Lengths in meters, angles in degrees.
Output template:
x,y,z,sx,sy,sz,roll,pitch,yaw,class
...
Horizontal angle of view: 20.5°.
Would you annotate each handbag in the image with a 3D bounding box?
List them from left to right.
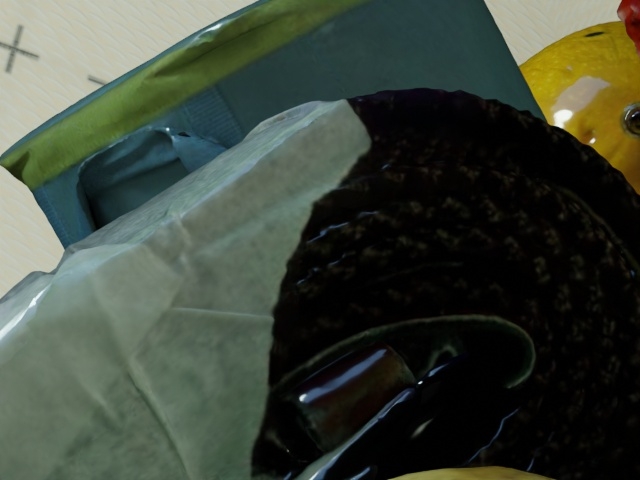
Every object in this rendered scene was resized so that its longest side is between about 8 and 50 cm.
x,y,z,sx,sy,sz,roll,pitch,yaw,class
0.000,0.000,0.894,0.263,0.241,0.222,-27,4,42,handbag

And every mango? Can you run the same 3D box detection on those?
x,y,z,sx,sy,sz,roll,pitch,yaw,class
0.191,-0.071,1.211,0.187,0.144,0.359,-25,2,9,mango

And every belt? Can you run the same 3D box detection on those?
x,y,z,sx,sy,sz,roll,pitch,yaw,class
-0.017,0.067,0.589,0.289,0.184,0.164,-34,10,-13,belt

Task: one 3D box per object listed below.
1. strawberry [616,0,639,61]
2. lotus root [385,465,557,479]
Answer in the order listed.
x,y,z,sx,sy,sz,roll,pitch,yaw,class
0.298,-0.182,1.045,0.295,0.317,0.345,0,45,53,strawberry
0.019,0.104,0.320,0.221,0.118,0.125,-26,36,-14,lotus root
